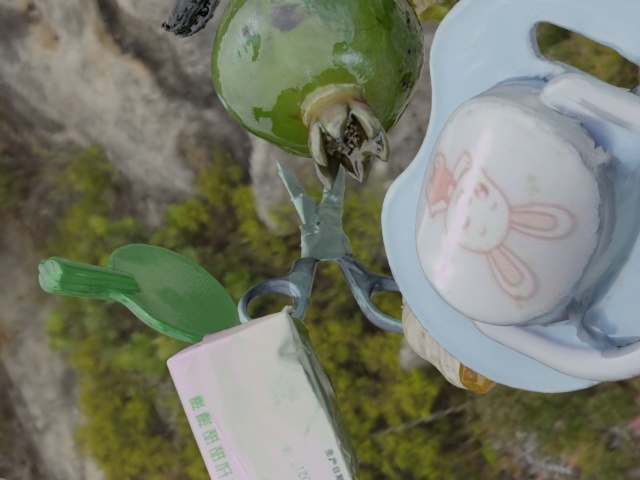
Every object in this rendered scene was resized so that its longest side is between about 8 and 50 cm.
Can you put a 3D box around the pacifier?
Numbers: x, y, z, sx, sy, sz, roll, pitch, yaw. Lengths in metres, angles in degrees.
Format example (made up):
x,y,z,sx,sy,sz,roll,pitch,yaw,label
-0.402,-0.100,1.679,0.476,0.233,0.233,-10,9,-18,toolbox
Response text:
x,y,z,sx,sy,sz,roll,pitch,yaw,label
0.174,-0.042,0.866,0.238,0.226,0.287,26,123,24,pacifier

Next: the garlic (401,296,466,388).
x,y,z,sx,sy,sz,roll,pitch,yaw,label
0.159,0.040,1.384,0.199,0.199,0.226,34,171,36,garlic

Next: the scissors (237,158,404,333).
x,y,z,sx,sy,sz,roll,pitch,yaw,label
0.000,0.000,1.840,0.383,0.256,0.029,-102,13,-50,scissors

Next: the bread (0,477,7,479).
x,y,z,sx,sy,sz,roll,pitch,yaw,label
-0.339,0.326,1.206,0.135,0.178,0.240,24,87,37,bread

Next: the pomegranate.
x,y,z,sx,sy,sz,roll,pitch,yaw,label
0.005,-0.138,1.126,0.187,0.187,0.225,108,157,-43,pomegranate

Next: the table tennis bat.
x,y,z,sx,sy,sz,roll,pitch,yaw,label
-0.197,0.054,1.461,0.039,0.257,0.160,-55,48,22,table tennis bat

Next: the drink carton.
x,y,z,sx,sy,sz,roll,pitch,yaw,label
-0.039,0.145,1.102,0.271,0.108,0.161,85,163,-86,drink carton

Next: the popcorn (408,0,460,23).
x,y,z,sx,sy,sz,roll,pitch,yaw,label
0.155,-0.364,1.551,0.174,0.286,0.225,26,110,39,popcorn

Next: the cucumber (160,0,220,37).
x,y,z,sx,sy,sz,roll,pitch,yaw,label
-0.115,-0.281,1.377,0.053,0.053,0.181,50,131,21,cucumber

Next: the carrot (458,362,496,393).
x,y,z,sx,sy,sz,roll,pitch,yaw,label
0.177,0.068,1.274,0.042,0.170,0.042,23,156,11,carrot
